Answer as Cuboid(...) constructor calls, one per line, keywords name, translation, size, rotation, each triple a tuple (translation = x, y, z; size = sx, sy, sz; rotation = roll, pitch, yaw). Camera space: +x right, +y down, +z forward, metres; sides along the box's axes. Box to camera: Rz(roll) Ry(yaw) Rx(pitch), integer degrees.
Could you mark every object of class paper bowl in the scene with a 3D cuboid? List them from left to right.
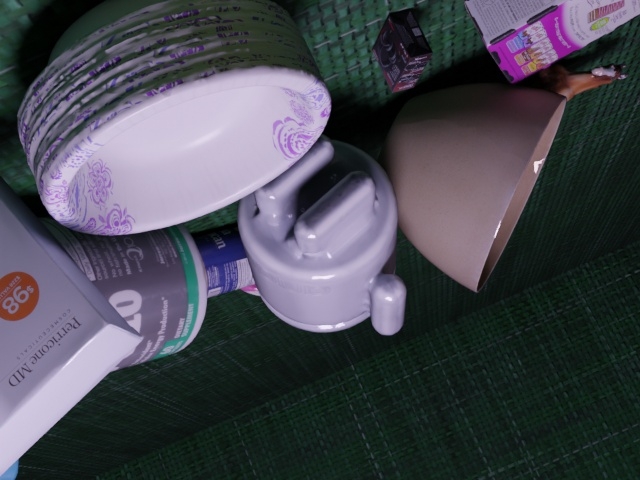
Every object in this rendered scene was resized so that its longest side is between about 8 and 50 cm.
Cuboid(name="paper bowl", translation=(-0.144, -0.133, 0.968), size=(0.284, 0.148, 0.284), rotation=(-21, 162, -7))

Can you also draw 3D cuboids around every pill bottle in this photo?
Cuboid(name="pill bottle", translation=(-0.331, 0.074, 1.217), size=(0.361, 0.204, 0.204), rotation=(-12, 160, -46))
Cuboid(name="pill bottle", translation=(-0.133, 0.028, 1.565), size=(0.169, 0.094, 0.094), rotation=(-15, 161, -26))

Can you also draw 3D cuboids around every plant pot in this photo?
Cuboid(name="plant pot", translation=(0.185, -0.098, 1.375), size=(0.284, 0.191, 0.284), rotation=(-58, 166, -25))

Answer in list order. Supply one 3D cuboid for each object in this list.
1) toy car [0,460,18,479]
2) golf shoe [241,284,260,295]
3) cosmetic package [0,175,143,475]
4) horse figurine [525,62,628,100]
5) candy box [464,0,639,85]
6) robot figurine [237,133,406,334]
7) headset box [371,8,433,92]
Cuboid(name="toy car", translation=(-0.559, 0.249, 1.532), size=(0.219, 0.210, 0.238), rotation=(3, 139, -33))
Cuboid(name="golf shoe", translation=(-0.022, 0.049, 1.754), size=(0.306, 0.115, 0.140), rotation=(-11, 163, -32))
Cuboid(name="cosmetic package", translation=(-0.403, 0.118, 0.968), size=(0.377, 0.284, 0.097), rotation=(-44, 164, -2))
Cuboid(name="horse figurine", translation=(0.301, -0.197, 1.510), size=(0.175, 0.066, 0.263), rotation=(-4, 153, -35))
Cuboid(name="candy box", translation=(0.303, -0.290, 1.214), size=(0.233, 0.071, 0.159), rotation=(-28, 162, 15))
Cuboid(name="robot figurine", translation=(0.000, 0.000, 1.343), size=(0.200, 0.300, 0.353), rotation=(-38, 159, -12))
Cuboid(name="headset box", translation=(0.092, -0.216, 1.177), size=(0.032, 0.062, 0.083), rotation=(-16, 162, -21))
